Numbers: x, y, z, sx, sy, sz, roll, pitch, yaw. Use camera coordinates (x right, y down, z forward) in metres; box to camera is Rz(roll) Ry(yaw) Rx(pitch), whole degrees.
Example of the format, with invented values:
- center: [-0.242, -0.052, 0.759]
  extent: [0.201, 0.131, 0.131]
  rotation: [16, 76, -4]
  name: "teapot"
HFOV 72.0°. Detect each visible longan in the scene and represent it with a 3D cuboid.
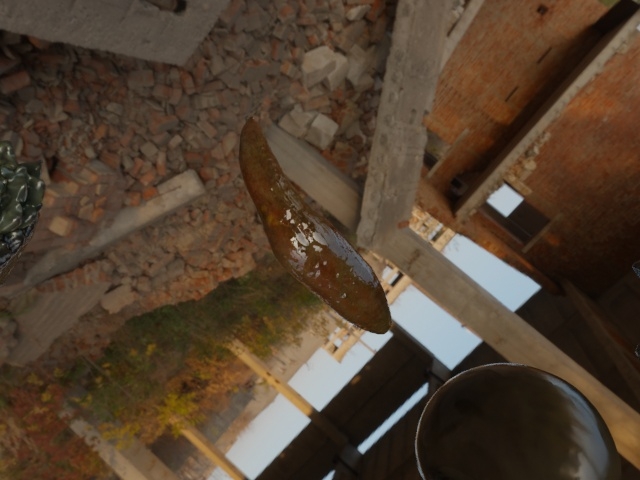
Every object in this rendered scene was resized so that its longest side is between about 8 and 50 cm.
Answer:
- center: [0.176, 0.207, 0.423]
  extent: [0.205, 0.159, 0.185]
  rotation: [-19, 179, -30]
  name: "longan"

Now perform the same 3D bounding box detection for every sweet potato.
- center: [-0.006, 0.003, 0.411]
  extent: [0.058, 0.255, 0.078]
  rotation: [-27, -164, 36]
  name: "sweet potato"

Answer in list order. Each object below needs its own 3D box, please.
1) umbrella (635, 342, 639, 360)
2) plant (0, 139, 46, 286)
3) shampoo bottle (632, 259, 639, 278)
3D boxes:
- center: [0.588, 0.225, 0.645]
  extent: [0.250, 0.052, 0.053]
  rotation: [-132, -125, -61]
  name: "umbrella"
- center: [-0.360, -0.020, 0.432]
  extent: [0.194, 0.132, 0.129]
  rotation: [-43, -151, 37]
  name: "plant"
- center: [0.683, 0.150, 0.772]
  extent: [0.098, 0.309, 0.071]
  rotation: [-34, -178, 9]
  name: "shampoo bottle"
